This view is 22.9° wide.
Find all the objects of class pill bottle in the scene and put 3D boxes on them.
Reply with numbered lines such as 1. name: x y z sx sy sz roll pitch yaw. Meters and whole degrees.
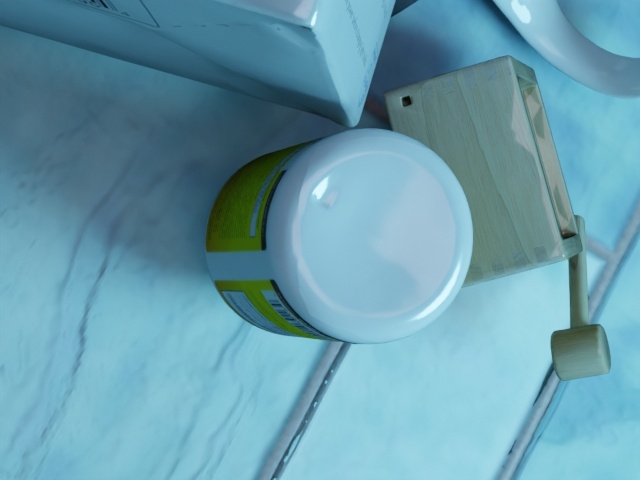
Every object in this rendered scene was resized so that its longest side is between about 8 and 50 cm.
1. pill bottle: 0.000 0.000 0.933 0.117 0.215 0.117 0 89 -17

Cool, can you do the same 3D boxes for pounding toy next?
1. pounding toy: 0.118 -0.003 1.024 0.094 0.181 0.206 -15 89 14

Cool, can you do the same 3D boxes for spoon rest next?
1. spoon rest: 0.136 -0.202 1.051 0.276 0.084 0.137 49 50 -3

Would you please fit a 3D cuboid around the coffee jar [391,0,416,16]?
1. coffee jar: -0.007 -0.220 1.008 0.096 0.079 0.184 -28 97 -15

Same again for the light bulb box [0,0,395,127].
1. light bulb box: -0.101 -0.296 0.848 0.357 0.225 0.361 16 84 7
